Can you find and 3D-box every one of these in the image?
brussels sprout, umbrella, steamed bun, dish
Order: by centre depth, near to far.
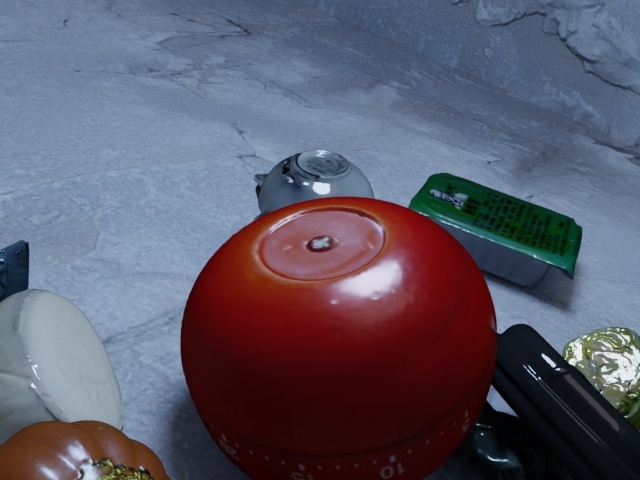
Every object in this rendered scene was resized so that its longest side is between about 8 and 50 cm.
[{"bbox_3d":[-0.319,0.163,0.876,0.177,0.130,0.228,47,11,-50],"label":"steamed bun"},{"bbox_3d":[0.225,0.257,1.034,0.143,0.094,0.349,-5,35,-25],"label":"umbrella"},{"bbox_3d":[0.445,0.217,1.194,0.151,0.122,0.149,-41,44,-17],"label":"brussels sprout"},{"bbox_3d":[-0.012,-0.092,1.297,0.227,0.086,0.236,-11,39,-26],"label":"dish"}]

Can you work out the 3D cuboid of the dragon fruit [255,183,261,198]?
[{"bbox_3d":[0.000,0.000,1.370,0.282,0.147,0.211,25,38,25],"label":"dragon fruit"}]

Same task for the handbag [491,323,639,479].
[{"bbox_3d":[0.335,0.235,1.004,0.308,0.093,0.254,49,8,25],"label":"handbag"}]

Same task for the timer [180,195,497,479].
[{"bbox_3d":[0.021,0.112,0.944,0.377,0.279,0.378,-6,37,5],"label":"timer"}]

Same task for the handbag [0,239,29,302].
[{"bbox_3d":[-0.423,0.102,0.907,0.062,0.179,0.229,17,29,4],"label":"handbag"}]

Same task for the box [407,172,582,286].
[{"bbox_3d":[0.346,-0.011,1.579,0.336,0.106,0.264,21,27,14],"label":"box"}]

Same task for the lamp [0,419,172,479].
[{"bbox_3d":[-0.217,0.266,0.680,0.223,0.196,0.223,32,42,-34],"label":"lamp"}]
